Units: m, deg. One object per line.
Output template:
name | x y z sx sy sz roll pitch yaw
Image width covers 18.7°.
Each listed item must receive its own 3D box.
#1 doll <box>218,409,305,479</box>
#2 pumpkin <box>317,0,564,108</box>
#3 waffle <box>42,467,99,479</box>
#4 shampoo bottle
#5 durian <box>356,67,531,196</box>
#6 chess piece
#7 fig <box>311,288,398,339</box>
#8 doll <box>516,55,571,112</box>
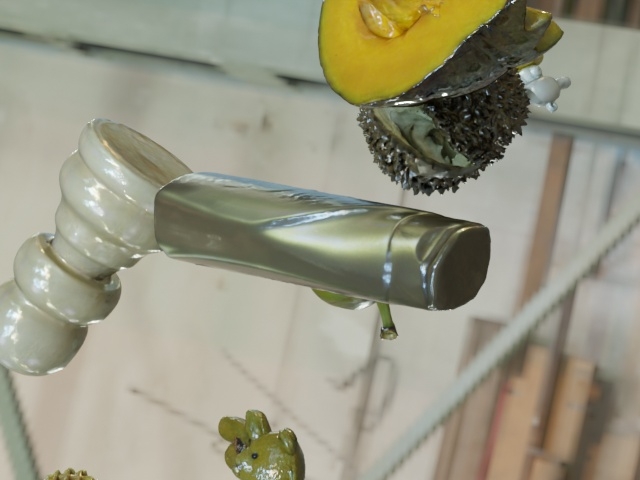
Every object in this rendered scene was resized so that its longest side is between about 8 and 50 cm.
doll | -0.096 0.307 2.708 0.097 0.209 0.137 -4 -82 -30
pumpkin | 0.111 -0.168 1.842 0.130 0.254 0.149 29 -97 -42
waffle | -0.272 0.280 2.129 0.078 0.085 0.016 -13 -46 -27
shampoo bottle | 0.000 0.000 1.679 0.125 0.350 0.084 -9 -77 -40
durian | 0.139 -0.138 2.034 0.196 0.196 0.167 36 -139 -66
chess piece | -0.273 0.026 2.204 0.300 0.167 0.167 -54 -18 13
fig | 0.056 0.056 2.955 0.259 0.151 0.151 -116 27 -67
doll | 0.318 -0.239 2.858 0.135 0.071 0.113 8 -130 -35
